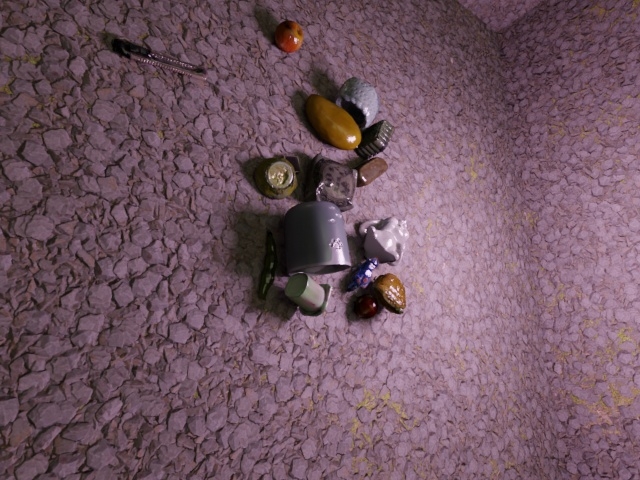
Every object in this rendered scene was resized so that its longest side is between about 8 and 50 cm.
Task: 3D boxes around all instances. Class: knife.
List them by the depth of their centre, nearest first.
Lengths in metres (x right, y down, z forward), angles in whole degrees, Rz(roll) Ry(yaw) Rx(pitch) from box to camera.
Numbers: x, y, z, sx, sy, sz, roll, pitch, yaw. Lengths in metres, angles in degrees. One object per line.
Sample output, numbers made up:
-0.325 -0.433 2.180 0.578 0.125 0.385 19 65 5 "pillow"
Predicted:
-0.608 -0.704 1.591 0.365 0.043 0.089 6 74 -36 "knife"

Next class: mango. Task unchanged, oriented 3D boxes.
0.060 -0.565 2.001 0.331 0.142 0.195 31 55 -17 "mango"

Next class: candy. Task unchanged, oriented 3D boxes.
0.241 -0.350 2.089 0.234 0.104 0.102 -39 106 -37 "candy"

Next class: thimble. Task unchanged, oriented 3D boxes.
0.180 -0.688 2.079 0.250 0.205 0.172 53 57 -33 "thimble"

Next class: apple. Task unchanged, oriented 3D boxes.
-0.149 -0.981 1.967 0.146 0.146 0.146 12 70 -34 "apple"

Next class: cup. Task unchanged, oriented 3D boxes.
0.000 0.000 1.732 0.356 0.259 0.274 20 61 -66 "cup"

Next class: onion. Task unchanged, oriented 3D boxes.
0.210 0.299 1.868 0.118 0.118 0.117 32 64 -26 "onion"

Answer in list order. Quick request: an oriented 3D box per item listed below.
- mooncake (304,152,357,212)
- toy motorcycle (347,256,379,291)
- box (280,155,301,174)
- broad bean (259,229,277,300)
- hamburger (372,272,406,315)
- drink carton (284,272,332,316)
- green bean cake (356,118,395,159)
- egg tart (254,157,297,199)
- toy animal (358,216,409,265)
0.058 -0.260 1.902 0.250 0.136 0.254 18 65 -28 "mooncake"
0.197 0.158 1.893 0.076 0.114 0.205 48 54 -15 "toy motorcycle"
-0.132 -0.339 1.845 0.083 0.035 0.079 -8 81 -38 "box"
-0.204 0.098 1.655 0.060 0.043 0.297 14 67 -21 "broad bean"
0.326 0.241 1.913 0.183 0.130 0.206 43 14 -8 "hamburger"
-0.060 0.210 1.637 0.142 0.146 0.144 44 54 -43 "drink carton"
0.281 -0.529 2.128 0.094 0.173 0.181 38 59 -24 "green bean cake"
-0.183 -0.267 1.742 0.197 0.078 0.197 1 88 -24 "egg tart"
0.324 0.006 2.004 0.289 0.174 0.249 -9 70 -37 "toy animal"
